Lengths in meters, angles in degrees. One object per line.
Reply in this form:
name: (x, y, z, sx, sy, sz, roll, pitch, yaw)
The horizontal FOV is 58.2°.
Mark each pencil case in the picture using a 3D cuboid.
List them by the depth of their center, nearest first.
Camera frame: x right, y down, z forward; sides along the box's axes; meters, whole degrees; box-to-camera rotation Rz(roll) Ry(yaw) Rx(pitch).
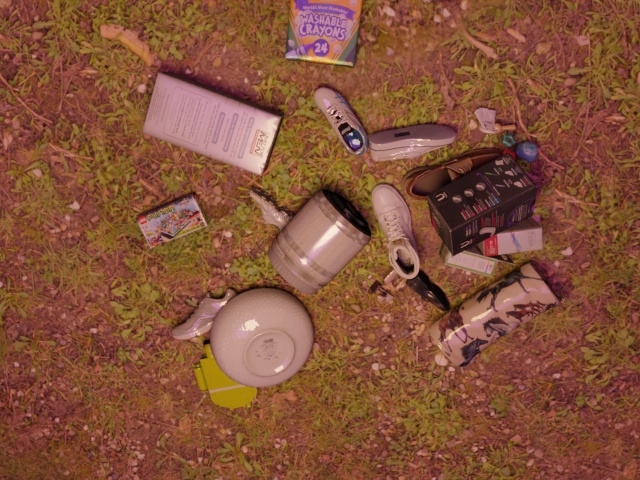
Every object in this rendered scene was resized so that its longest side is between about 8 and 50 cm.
pencil case: (0.555, 0.236, 1.814, 0.410, 0.160, 0.184, -36, 111, 12)

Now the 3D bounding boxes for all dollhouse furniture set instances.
dollhouse furniture set: (0.235, 0.154, 1.854, 0.081, 0.091, 0.114, 37, 102, -23)

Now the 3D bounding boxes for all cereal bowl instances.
cereal bowl: (-0.177, 0.330, 1.835, 0.338, 0.141, 0.339, -5, 110, -15)

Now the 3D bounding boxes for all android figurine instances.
android figurine: (-0.308, 0.460, 1.971, 0.248, 0.056, 0.273, -14, 104, 6)

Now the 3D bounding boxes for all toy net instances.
toy net: (0.539, -0.298, 1.707, 0.232, 0.045, 0.122, 38, 71, 3)

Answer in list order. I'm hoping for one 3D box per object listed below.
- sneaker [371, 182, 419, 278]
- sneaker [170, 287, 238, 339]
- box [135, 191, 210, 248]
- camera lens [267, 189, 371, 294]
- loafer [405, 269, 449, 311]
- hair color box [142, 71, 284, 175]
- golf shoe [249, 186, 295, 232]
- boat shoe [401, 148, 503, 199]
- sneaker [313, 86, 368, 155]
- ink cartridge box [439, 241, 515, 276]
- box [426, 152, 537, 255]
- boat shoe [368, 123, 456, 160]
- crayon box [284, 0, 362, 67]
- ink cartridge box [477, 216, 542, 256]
sneaker: (0.236, -0.028, 1.751, 0.108, 0.169, 0.293, -22, 102, 10)
sneaker: (-0.380, 0.237, 1.902, 0.262, 0.099, 0.121, -22, 96, 1)
box: (-0.473, -0.064, 1.842, 0.206, 0.036, 0.114, -22, 103, 9)
camera lens: (0.000, 0.000, 1.742, 0.219, 0.219, 0.274, 42, 103, -9)
loafer: (0.348, 0.170, 1.864, 0.170, 0.062, 0.061, 47, 125, -6)
hair color box: (-0.315, -0.349, 1.715, 0.374, 0.114, 0.186, 20, 106, -2)
golf shoe: (-0.165, -0.091, 1.807, 0.176, 0.069, 0.086, 39, 110, -7)
boat shoe: (0.407, -0.186, 1.723, 0.324, 0.116, 0.123, -19, 104, 8)
sneaker: (0.065, -0.356, 1.710, 0.085, 0.086, 0.237, -36, 100, 13)
ink cartridge box: (0.485, 0.058, 1.793, 0.209, 0.109, 0.062, 14, 106, -2)
box: (0.461, -0.101, 1.654, 0.270, 0.165, 0.143, -27, 58, 0)
boat shoe: (0.275, -0.288, 1.726, 0.257, 0.095, 0.084, -3, 134, 7)
crayon box: (0.017, -0.667, 1.625, 0.202, 0.083, 0.323, 7, 105, 1)
ink cartridge box: (0.573, -0.013, 1.758, 0.174, 0.127, 0.073, -7, 107, 5)
